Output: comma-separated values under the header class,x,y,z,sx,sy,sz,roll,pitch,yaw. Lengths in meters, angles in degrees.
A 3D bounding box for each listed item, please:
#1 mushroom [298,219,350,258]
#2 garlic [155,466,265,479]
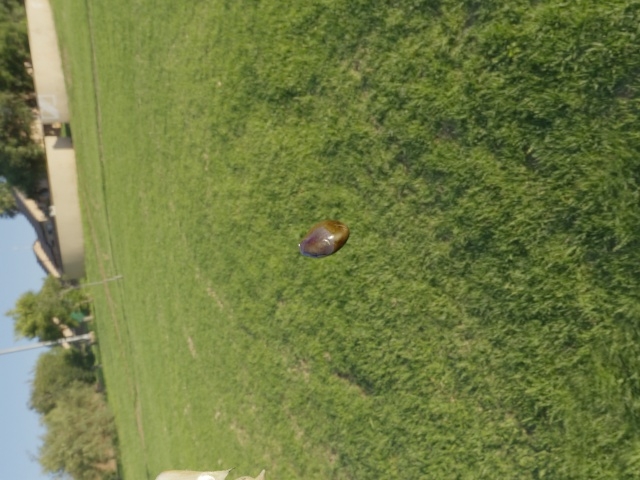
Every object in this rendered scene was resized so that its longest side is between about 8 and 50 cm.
class,x,y,z,sx,sy,sz,roll,pitch,yaw
mushroom,-0.001,-0.001,1.256,0.171,0.135,0.080,-23,101,47
garlic,-0.308,0.730,1.367,0.313,0.249,0.285,-25,95,49
